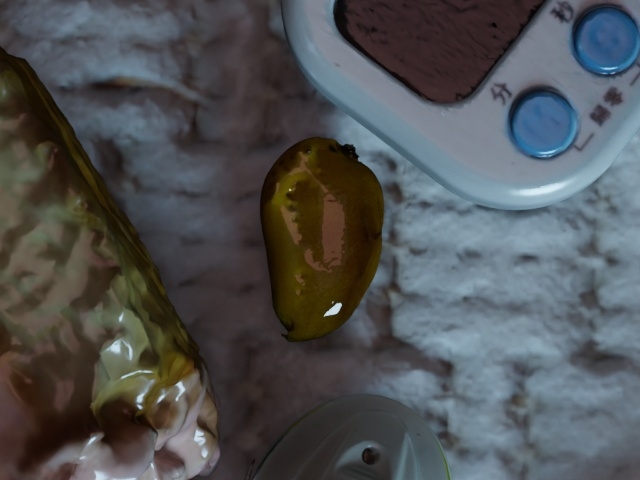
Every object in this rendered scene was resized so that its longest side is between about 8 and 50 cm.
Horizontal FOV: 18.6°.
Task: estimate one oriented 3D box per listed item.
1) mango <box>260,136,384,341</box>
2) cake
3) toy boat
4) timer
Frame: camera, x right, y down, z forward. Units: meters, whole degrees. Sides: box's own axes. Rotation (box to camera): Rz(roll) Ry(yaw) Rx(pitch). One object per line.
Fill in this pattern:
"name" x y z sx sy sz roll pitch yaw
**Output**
"mango" 0.000 0.000 1.208 0.077 0.063 0.127 3 90 -2
"cake" -0.232 0.078 1.090 0.307 0.314 0.293 -32 86 -3
"toy boat" -0.010 0.226 1.154 0.141 0.141 0.269 20 100 4
"timer" 0.119 -0.163 1.206 0.237 0.087 0.262 38 87 5
